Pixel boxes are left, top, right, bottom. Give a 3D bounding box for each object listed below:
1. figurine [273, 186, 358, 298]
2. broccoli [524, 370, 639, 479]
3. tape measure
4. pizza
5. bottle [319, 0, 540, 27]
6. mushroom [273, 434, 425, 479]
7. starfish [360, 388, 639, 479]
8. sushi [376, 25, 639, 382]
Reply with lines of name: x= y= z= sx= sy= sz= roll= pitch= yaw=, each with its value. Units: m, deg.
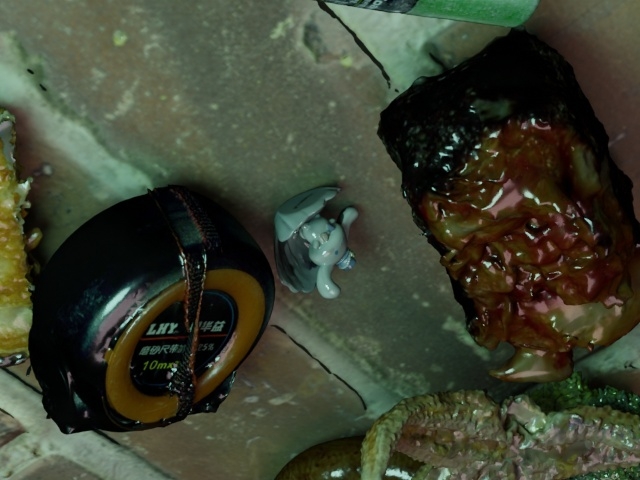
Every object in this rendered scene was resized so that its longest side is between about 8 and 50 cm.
figurine: x=0.000 y=0.000 z=1.266 sx=0.082 sy=0.094 sz=0.086 roll=-9 pitch=116 yaw=49
broccoli: x=0.288 y=0.238 z=1.503 sx=0.176 sy=0.198 sz=0.226 roll=-67 pitch=154 yaw=-6
tape measure: x=-0.143 y=0.060 z=1.220 sx=0.202 sy=0.135 sz=0.223 roll=-1 pitch=127 yaw=-45
pizza: x=-0.349 y=-0.002 z=1.172 sx=0.251 sy=0.074 sz=0.287 roll=-3 pitch=132 yaw=-13
bottle: x=0.003 y=-0.219 z=1.044 sx=0.330 sy=0.093 sz=0.093 roll=6 pitch=131 yaw=-20
mushroom: x=0.089 y=0.322 z=1.486 sx=0.267 sy=0.254 sz=0.267 roll=-13 pitch=131 yaw=-16
starfish: x=0.169 y=0.249 z=1.335 sx=0.398 sy=0.132 sz=0.384 roll=12 pitch=107 yaw=-33
sushi: x=0.169 y=-0.011 z=1.220 sx=0.196 sy=0.182 sz=0.343 roll=-14 pitch=141 yaw=20
